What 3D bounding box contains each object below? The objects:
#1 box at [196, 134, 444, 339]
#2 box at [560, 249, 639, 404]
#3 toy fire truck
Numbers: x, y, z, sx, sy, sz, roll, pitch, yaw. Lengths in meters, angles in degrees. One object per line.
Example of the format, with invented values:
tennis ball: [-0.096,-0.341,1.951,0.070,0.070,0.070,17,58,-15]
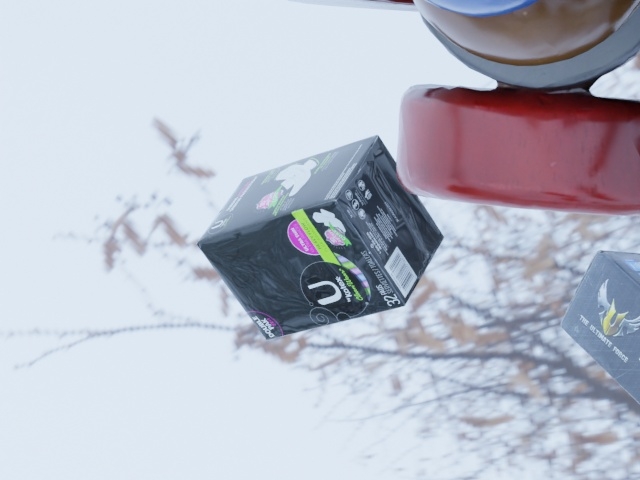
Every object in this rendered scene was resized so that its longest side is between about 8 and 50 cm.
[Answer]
box: [0.000,0.000,0.827,0.062,0.083,0.052,56,-138,-22]
box: [0.271,0.092,1.016,0.183,0.232,0.059,6,-61,-37]
toy fire truck: [0.118,-0.084,0.508,0.302,0.254,0.169,6,-86,12]
